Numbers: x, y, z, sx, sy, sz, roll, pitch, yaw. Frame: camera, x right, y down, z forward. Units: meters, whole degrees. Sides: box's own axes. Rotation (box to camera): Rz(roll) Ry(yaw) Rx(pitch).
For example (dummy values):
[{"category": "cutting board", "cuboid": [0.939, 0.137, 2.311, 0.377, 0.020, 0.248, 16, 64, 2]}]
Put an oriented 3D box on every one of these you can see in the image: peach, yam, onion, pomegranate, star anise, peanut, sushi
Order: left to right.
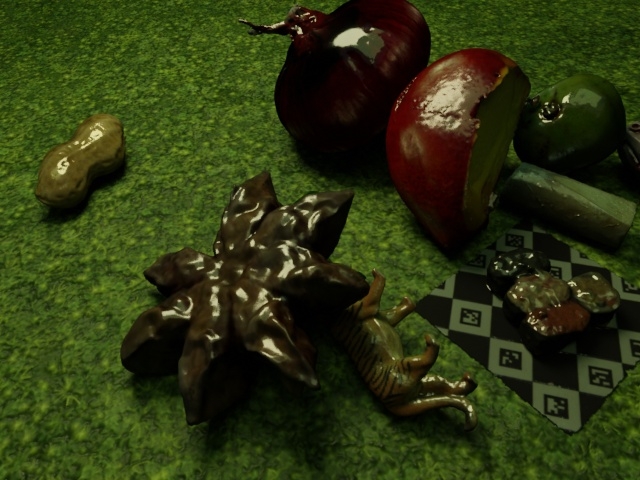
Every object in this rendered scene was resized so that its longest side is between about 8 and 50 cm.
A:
[{"category": "peanut", "cuboid": [-0.364, -0.122, 0.816, 0.089, 0.089, 0.192, 16, 54, 17]}, {"category": "star anise", "cuboid": [-0.087, 0.045, 0.592, 0.316, 0.108, 0.315, -12, 59, 20]}, {"category": "onion", "cuboid": [0.026, -0.278, 0.810, 0.273, 0.285, 0.273, -39, 26, 24]}, {"category": "peach", "cuboid": [0.164, -0.127, 0.705, 0.154, 0.159, 0.267, 16, 84, 39]}, {"category": "sushi", "cuboid": [0.268, 0.068, 0.620, 0.231, 0.047, 0.220, -33, 53, -25]}, {"category": "pomegranate", "cuboid": [0.363, -0.177, 0.782, 0.152, 0.131, 0.191, -24, 20, 33]}, {"category": "yam", "cuboid": [0.331, -0.051, 0.713, 0.169, 0.068, 0.068, 26, 54, 26]}]

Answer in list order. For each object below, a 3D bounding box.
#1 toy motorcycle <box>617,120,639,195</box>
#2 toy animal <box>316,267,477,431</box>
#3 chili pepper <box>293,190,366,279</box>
[{"category": "toy motorcycle", "cuboid": [0.476, -0.086, 0.705, 0.082, 0.122, 0.213, -25, 48, -1]}, {"category": "toy animal", "cuboid": [0.073, 0.113, 0.575, 0.099, 0.057, 0.241, -45, 57, 12]}, {"category": "chili pepper", "cuboid": [-0.005, 0.002, 0.697, 0.073, 0.050, 0.182, -8, 49, -17]}]
